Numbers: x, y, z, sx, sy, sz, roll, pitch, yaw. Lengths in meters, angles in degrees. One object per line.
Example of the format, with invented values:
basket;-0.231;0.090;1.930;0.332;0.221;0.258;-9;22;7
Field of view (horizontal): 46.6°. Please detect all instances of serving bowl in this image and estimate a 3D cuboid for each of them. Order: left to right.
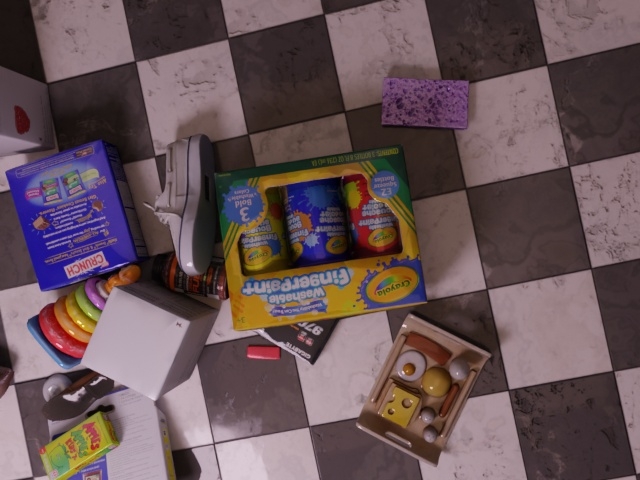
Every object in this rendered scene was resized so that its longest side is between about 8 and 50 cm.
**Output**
serving bowl;-0.685;0.390;1.928;0.083;0.027;0.083;0;90;6

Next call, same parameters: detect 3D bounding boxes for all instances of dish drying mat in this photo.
dish drying mat;-0.143;0.283;1.871;0.083;0.008;0.032;0;91;6

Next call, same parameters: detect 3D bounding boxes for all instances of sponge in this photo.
sponge;0.255;-0.333;1.806;0.210;0.031;0.117;4;91;7

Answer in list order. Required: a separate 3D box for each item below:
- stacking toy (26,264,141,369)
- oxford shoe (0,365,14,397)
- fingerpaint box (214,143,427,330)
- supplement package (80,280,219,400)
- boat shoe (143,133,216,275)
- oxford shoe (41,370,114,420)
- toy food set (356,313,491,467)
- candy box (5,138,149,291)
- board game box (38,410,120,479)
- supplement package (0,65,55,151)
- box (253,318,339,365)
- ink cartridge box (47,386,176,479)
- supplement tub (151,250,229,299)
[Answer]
stacking toy;-0.551;0.157;1.818;0.302;0.175;0.166;-41;87;14
oxford shoe;-0.961;0.318;1.936;0.363;0.130;0.133;25;62;12
fingerpaint box;0.000;0.000;1.739;0.444;0.163;0.371;-8;83;3
supplement package;-0.397;0.227;1.773;0.198;0.262;0.199;24;93;6
boat shoe;-0.349;-0.084;1.806;0.156;0.136;0.367;-8;71;15
oxford shoe;-0.614;0.391;1.898;0.212;0.076;0.076;-29;114;3
toy food set;0.245;0.358;1.781;0.219;0.092;0.306;26;93;6
candy box;-0.607;-0.059;1.870;0.268;0.122;0.317;-17;87;6
board game box;-0.599;0.514;1.844;0.181;0.043;0.092;-33;64;1
supplement package;-0.802;-0.311;1.805;0.175;0.293;0.178;-7;90;7
box;-0.069;0.178;1.839;0.220;0.051;0.175;30;93;6
ink cartridge box;-0.527;0.545;1.873;0.303;0.072;0.307;-18;64;7
supplement tub;-0.315;0.083;1.842;0.197;0.106;0.106;9;91;7
